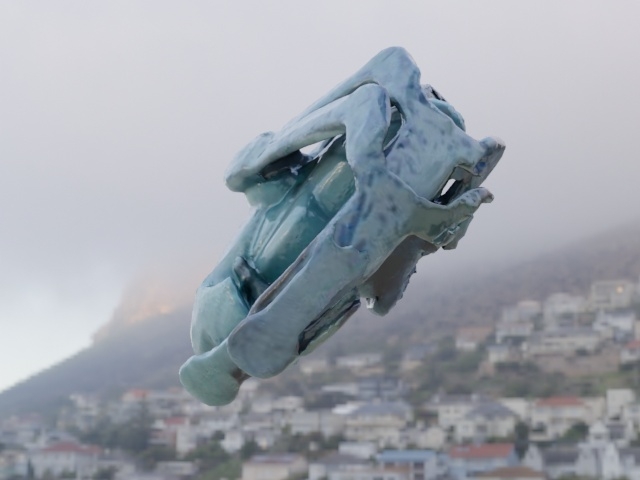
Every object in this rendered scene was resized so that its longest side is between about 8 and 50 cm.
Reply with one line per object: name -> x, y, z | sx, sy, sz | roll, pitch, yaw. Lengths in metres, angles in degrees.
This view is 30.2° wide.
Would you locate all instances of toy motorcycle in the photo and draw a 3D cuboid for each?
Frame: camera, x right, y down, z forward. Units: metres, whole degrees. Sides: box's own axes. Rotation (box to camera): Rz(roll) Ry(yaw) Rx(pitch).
toy motorcycle -> 0.000, 0.000, 0.787 | 0.154, 0.260, 0.206 | 41, 10, -12
